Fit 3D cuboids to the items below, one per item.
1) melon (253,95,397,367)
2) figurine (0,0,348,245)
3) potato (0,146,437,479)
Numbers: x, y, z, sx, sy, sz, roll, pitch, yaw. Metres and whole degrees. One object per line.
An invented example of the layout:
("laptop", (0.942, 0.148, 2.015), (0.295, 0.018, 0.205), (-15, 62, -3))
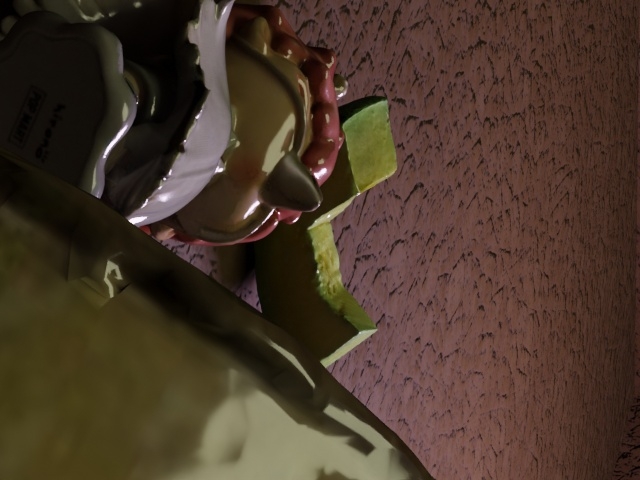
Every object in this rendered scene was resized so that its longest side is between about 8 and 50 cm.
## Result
("melon", (0.000, 0.000, 1.293), (0.064, 0.118, 0.210), (-16, 104, -55))
("figurine", (-0.065, -0.060, 0.979), (0.207, 0.166, 0.387), (-66, 161, 11))
("potato", (-0.151, 0.182, 0.513), (0.319, 0.385, 0.442), (-60, 145, -19))
